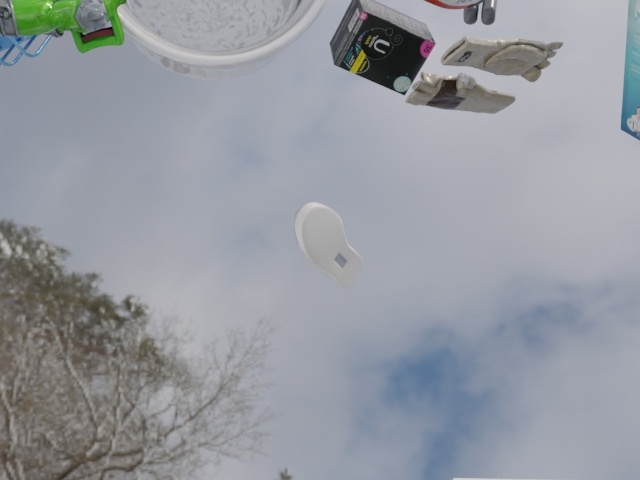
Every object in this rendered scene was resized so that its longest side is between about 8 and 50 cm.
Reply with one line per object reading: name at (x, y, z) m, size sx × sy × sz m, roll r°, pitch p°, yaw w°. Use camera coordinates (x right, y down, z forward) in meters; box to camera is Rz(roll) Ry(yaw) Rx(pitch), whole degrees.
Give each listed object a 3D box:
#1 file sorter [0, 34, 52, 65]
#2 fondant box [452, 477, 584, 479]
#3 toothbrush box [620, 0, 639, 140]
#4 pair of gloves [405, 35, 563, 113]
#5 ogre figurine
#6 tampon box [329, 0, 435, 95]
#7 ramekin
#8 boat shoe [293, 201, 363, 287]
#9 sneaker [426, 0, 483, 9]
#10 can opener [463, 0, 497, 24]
file sorter at (-0.434, -0.275, 0.916) m, size 0.170 × 0.118 × 0.104 m, roll -11°, pitch -136°, yaw 27°
fondant box at (0.358, 0.432, 0.973) m, size 0.238 × 0.330 × 0.096 m, roll -112°, pitch -151°, yaw -69°
toothbrush box at (0.435, -0.248, 0.732) m, size 0.126 × 0.216 × 0.295 m, roll -127°, pitch -162°, yaw -50°
pair of gloves at (0.271, -0.284, 1.251) m, size 0.240 × 0.204 × 0.042 m, roll 138°, pitch -50°, yaw -66°
ogre figurine at (-0.250, -0.227, 0.690) m, size 0.197 × 0.118 × 0.096 m, roll -108°, pitch -162°, yaw -79°
tampon box at (0.117, -0.378, 1.406) m, size 0.101 × 0.161 × 0.120 m, roll -96°, pitch -150°, yaw -51°
ramekin at (-0.127, -0.320, 0.841) m, size 0.135 × 0.277 × 0.277 m, roll 164°, pitch -66°, yaw -80°
boat shoe at (0.000, 0.000, 0.926) m, size 0.063 × 0.184 × 0.066 m, roll 29°, pitch -96°, yaw 31°
sneaker at (0.225, -0.498, 1.303) m, size 0.145 × 0.270 × 0.090 m, roll 146°, pitch -58°, yaw -60°
can opener at (0.358, -0.554, 1.589) m, size 0.093 × 0.074 × 0.280 m, roll 79°, pitch 20°, yaw -47°
